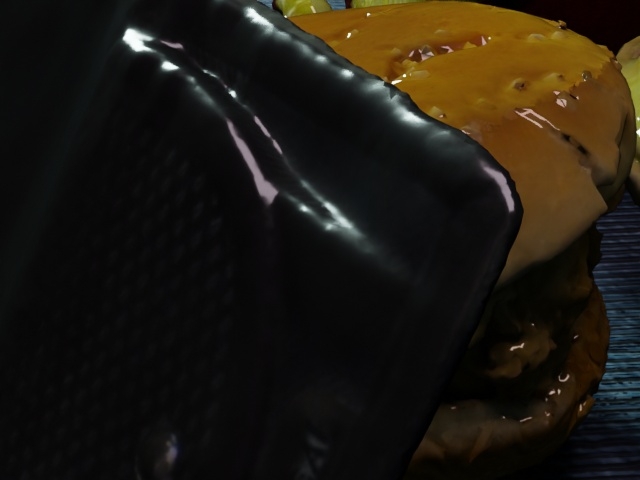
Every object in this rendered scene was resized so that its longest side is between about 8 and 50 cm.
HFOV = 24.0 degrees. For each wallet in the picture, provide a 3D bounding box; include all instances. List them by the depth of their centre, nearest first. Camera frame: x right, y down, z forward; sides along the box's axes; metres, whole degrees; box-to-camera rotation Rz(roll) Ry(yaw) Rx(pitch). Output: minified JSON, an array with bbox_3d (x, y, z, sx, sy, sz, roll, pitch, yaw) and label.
[{"bbox_3d":[-0.083,0.029,0.484,0.041,0.247,0.323,16,15,-38],"label":"wallet"}]

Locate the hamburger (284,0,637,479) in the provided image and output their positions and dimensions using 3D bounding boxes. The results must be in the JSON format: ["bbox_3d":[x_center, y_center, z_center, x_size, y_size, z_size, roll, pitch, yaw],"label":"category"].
[{"bbox_3d":[0.000,0.000,0.593,0.244,0.163,0.244,-2,30,1],"label":"hamburger"}]

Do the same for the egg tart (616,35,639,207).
[{"bbox_3d":[0.281,-0.009,0.636,0.345,0.132,0.345,-1,27,0],"label":"egg tart"}]

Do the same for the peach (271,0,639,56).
[{"bbox_3d":[0.116,-0.249,0.888,0.353,0.339,0.416,10,34,21],"label":"peach"}]
